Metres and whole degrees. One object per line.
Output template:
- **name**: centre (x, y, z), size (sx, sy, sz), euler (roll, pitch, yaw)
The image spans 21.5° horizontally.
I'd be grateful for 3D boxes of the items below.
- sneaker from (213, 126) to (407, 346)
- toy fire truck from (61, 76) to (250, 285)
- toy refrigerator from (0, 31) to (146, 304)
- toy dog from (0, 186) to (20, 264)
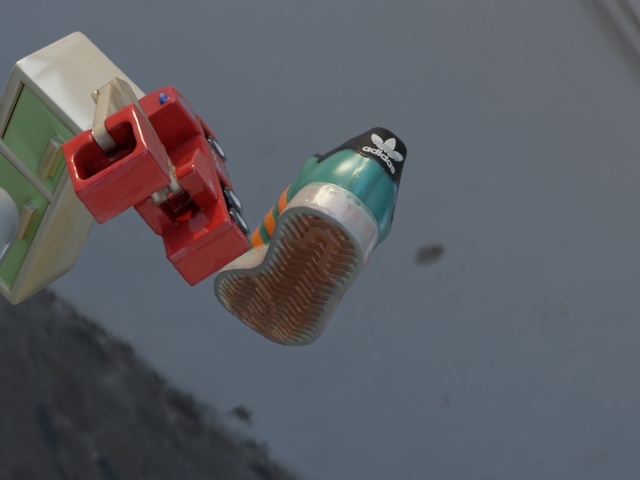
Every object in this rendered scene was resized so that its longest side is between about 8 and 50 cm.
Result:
- **sneaker**: centre (0.000, 0.000, 1.474), size (0.108, 0.302, 0.121), euler (39, 62, -4)
- **toy fire truck**: centre (-0.097, -0.048, 0.971), size (0.135, 0.047, 0.192), euler (53, 9, -34)
- **toy refrigerator**: centre (-0.265, -0.062, 1.604), size (0.102, 0.269, 0.094), euler (45, 47, 10)
- **toy dog**: centre (-0.376, 0.079, 1.265), size (0.161, 0.220, 0.334), euler (32, 42, -5)
